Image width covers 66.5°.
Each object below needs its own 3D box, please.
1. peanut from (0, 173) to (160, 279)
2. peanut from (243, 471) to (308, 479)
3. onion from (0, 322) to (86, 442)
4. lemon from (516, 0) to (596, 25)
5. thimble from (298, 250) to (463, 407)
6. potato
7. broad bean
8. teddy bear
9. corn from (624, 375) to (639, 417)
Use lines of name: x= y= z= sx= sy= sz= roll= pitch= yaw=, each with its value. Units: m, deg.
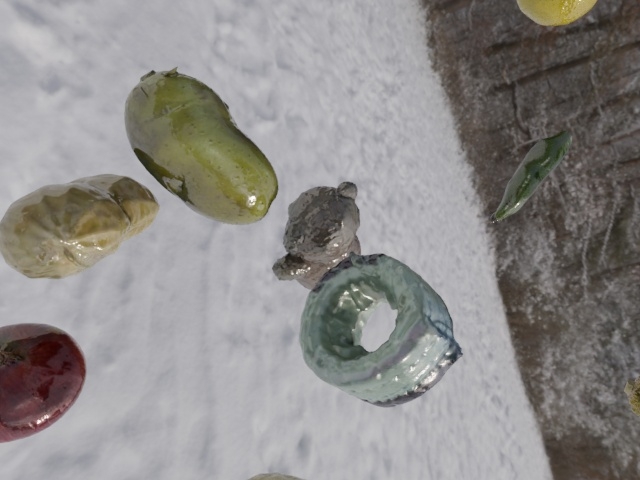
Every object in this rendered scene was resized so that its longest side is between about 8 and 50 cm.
peanut: x=-0.428 y=-0.039 z=0.885 sx=0.158 sy=0.174 sz=0.340 roll=59 pitch=12 yaw=-16
peanut: x=-0.022 y=0.365 z=0.556 sx=0.152 sy=0.313 sz=0.152 roll=-3 pitch=95 yaw=-32
onion: x=-0.594 y=0.272 z=0.953 sx=0.161 sy=0.248 sz=0.248 roll=142 pitch=-66 yaw=-66
lemon: x=0.504 y=-0.553 z=1.034 sx=0.203 sy=0.178 sz=0.178 roll=5 pitch=67 yaw=-55
thimble: x=0.093 y=0.140 z=0.771 sx=0.150 sy=0.237 sz=0.237 roll=36 pitch=39 yaw=-43
potato: x=-0.168 y=-0.125 z=0.704 sx=0.248 sy=0.169 sz=0.143 roll=44 pitch=73 yaw=-13
broad bean: x=0.334 y=-0.107 z=0.769 sx=0.046 sy=0.195 sz=0.061 roll=39 pitch=-2 yaw=1
teddy bear: x=0.001 y=0.001 z=1.002 sx=0.151 sy=0.236 sz=0.267 roll=34 pitch=-22 yaw=33
corn: x=0.662 y=0.314 z=0.809 sx=0.087 sy=0.288 sz=0.086 roll=-22 pitch=122 yaw=-40
